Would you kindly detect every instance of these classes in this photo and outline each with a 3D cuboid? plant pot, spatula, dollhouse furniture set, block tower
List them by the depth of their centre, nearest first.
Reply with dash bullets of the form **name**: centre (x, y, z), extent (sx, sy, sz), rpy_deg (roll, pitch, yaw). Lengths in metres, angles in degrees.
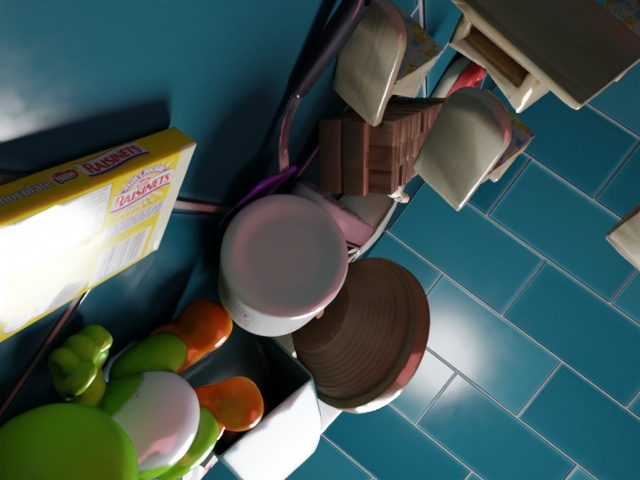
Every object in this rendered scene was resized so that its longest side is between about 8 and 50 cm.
- **dollhouse furniture set**: centre (0.279, -0.188, 0.519), extent (0.362, 0.394, 0.256), rpy_deg (-36, 165, -20)
- **spatula**: centre (-0.025, -0.116, 0.536), extent (0.084, 0.030, 0.296), rpy_deg (-37, 162, -53)
- **block tower**: centre (0.104, -0.144, 0.798), extent (0.335, 0.090, 0.097), rpy_deg (-39, 133, -59)
- **plant pot**: centre (0.033, 0.123, 0.823), extent (0.109, 0.237, 0.237), rpy_deg (29, 101, -36)
- **plant pot**: centre (-0.099, 0.276, 0.877), extent (0.165, 0.165, 0.234), rpy_deg (-37, 138, -20)

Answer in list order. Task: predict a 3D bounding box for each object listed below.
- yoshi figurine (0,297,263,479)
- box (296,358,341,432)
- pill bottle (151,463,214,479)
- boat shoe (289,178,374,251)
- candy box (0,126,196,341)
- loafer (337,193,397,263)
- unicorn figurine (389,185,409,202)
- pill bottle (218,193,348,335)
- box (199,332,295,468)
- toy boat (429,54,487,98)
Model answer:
- **yoshi figurine**: centre (-0.166, 0.172, 0.491), extent (0.362, 0.203, 0.203), rpy_deg (-29, 139, -64)
- **box**: centre (-0.103, 0.338, 1.205), extent (0.231, 0.126, 0.262), rpy_deg (-50, -154, 4)
- **pill bottle**: centre (-0.286, 0.469, 1.228), extent (0.108, 0.108, 0.193), rpy_deg (-55, 171, 16)
- **boat shoe**: centre (0.000, 0.000, 0.826), extent (0.119, 0.121, 0.335), rpy_deg (-53, 172, 0)
- **candy box**: centre (-0.158, 0.003, 0.327), extent (0.206, 0.027, 0.105), rpy_deg (-41, 163, -55)
- **loafer**: centre (0.042, -0.007, 1.054), extent (0.319, 0.112, 0.111), rpy_deg (-51, 180, -8)
- **unicorn figurine**: centre (0.094, -0.116, 0.963), extent (0.060, 0.161, 0.111), rpy_deg (-60, -163, 15)
- **pill bottle**: centre (-0.055, 0.044, 0.660), extent (0.131, 0.131, 0.229), rpy_deg (-50, 178, -20)
- **box**: centre (-0.148, 0.253, 1.048), extent (0.311, 0.121, 0.148), rpy_deg (-51, 172, -11)
- **toy boat**: centre (0.324, -0.294, 1.256), extent (0.151, 0.151, 0.231), rpy_deg (-43, 167, -45)
